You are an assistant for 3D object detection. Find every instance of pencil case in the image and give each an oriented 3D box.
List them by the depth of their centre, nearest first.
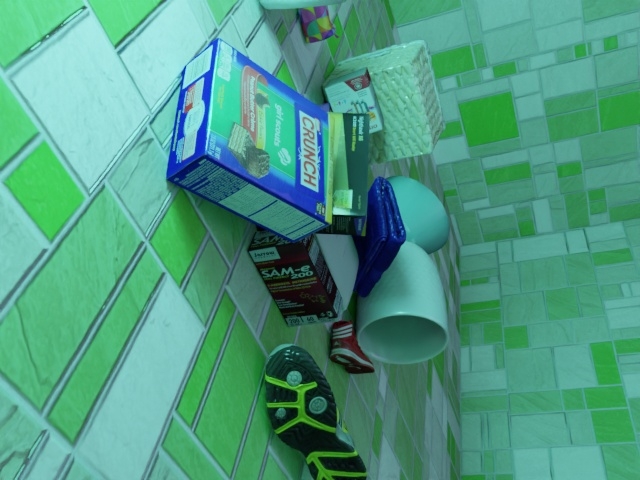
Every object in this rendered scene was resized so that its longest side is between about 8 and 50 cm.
[{"bbox_3d":[-0.024,-0.714,1.858,0.104,0.104,0.236,-62,137,-60],"label":"pencil case"}]

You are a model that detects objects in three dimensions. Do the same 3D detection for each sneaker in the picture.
[{"bbox_3d":[-0.028,0.382,1.332,0.147,0.145,0.384,-133,-159,-68],"label":"sneaker"},{"bbox_3d":[0.096,0.294,1.726,0.221,0.087,0.128,49,38,-57],"label":"sneaker"}]

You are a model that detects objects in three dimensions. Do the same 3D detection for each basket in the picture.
[{"bbox_3d":[0.215,-0.450,2.052,0.266,0.328,0.331,-60,137,-57],"label":"basket"}]

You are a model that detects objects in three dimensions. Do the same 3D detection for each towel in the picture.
[{"bbox_3d":[0.134,-0.005,1.743,0.308,0.076,0.227,117,-33,-51],"label":"towel"}]

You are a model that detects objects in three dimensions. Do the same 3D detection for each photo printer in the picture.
[{"bbox_3d":[0.000,0.000,1.570,0.256,0.107,0.307,-70,144,-55],"label":"photo printer"}]

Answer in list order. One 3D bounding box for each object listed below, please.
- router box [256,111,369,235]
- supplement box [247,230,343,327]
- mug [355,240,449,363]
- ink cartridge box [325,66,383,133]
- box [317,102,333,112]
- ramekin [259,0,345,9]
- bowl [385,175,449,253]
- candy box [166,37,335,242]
[{"bbox_3d":[-0.012,-0.160,1.405,0.081,0.243,0.308,89,4,-56],"label":"router box"},{"bbox_3d":[-0.050,0.081,1.364,0.073,0.130,0.239,-74,147,-50],"label":"supplement box"},{"bbox_3d":[0.242,0.205,1.960,0.374,0.276,0.328,104,-7,-48],"label":"mug"},{"bbox_3d":[0.106,-0.411,1.867,0.127,0.128,0.176,-76,146,-63],"label":"ink cartridge box"},{"bbox_3d":[0.042,-0.240,1.869,0.201,0.057,0.293,-78,150,-46],"label":"box"},{"bbox_3d":[-0.044,-0.662,1.561,0.273,0.273,0.127,-60,148,-60],"label":"ramekin"},{"bbox_3d":[0.262,-0.047,2.099,0.163,0.311,0.311,-39,122,-34],"label":"bowl"},{"bbox_3d":[-0.117,-0.181,1.184,0.317,0.122,0.268,28,53,-41],"label":"candy box"}]
